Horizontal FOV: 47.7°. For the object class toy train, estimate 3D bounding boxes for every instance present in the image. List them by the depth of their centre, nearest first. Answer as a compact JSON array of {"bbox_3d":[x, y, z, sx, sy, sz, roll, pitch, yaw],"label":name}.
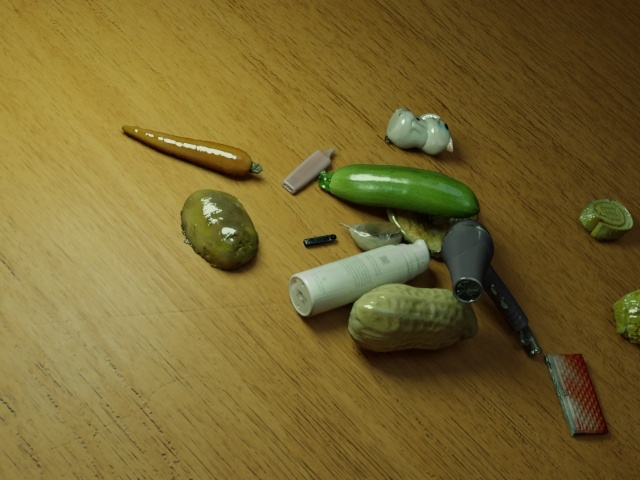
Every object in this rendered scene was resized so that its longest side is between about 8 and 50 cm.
[{"bbox_3d":[0.000,0.000,1.676,0.083,0.017,0.017,-10,63,-28],"label":"toy train"}]

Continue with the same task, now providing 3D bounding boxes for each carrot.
[{"bbox_3d":[-0.294,-0.210,1.673,0.336,0.069,0.069,16,52,-9],"label":"carrot"}]

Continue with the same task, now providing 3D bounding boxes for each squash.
[{"bbox_3d":[0.186,-0.125,1.730,0.395,0.107,0.107,9,49,12],"label":"squash"}]

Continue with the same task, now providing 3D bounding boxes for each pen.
[{"bbox_3d":[-0.022,-0.180,1.788,0.053,0.032,0.197,41,53,9],"label":"pen"}]

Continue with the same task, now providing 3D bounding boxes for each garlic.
[{"bbox_3d":[0.125,-0.004,1.708,0.152,0.066,0.084,-5,34,-17],"label":"garlic"}]

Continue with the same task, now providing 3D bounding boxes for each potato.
[{"bbox_3d":[-0.215,-0.036,1.571,0.164,0.081,0.200,-23,65,-33],"label":"potato"}]

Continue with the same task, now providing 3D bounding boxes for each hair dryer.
[{"bbox_3d":[0.404,0.132,1.643,0.361,0.121,0.301,50,24,-14],"label":"hair dryer"}]

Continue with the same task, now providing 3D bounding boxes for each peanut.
[{"bbox_3d":[0.203,0.165,1.565,0.313,0.152,0.152,2,56,-22],"label":"peanut"}]

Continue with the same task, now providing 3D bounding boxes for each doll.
[{"bbox_3d":[0.268,-0.291,1.943,0.181,0.107,0.110,11,17,-10],"label":"doll"}]

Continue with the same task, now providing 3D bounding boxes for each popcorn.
[{"bbox_3d":[0.810,0.191,1.814,0.135,0.162,0.141,13,86,-54],"label":"popcorn"}]

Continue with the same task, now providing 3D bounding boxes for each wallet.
[{"bbox_3d":[0.592,0.354,1.673,0.103,0.020,0.196,4,55,-20],"label":"wallet"}]

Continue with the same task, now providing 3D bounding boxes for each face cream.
[{"bbox_3d":[0.098,0.077,1.610,0.345,0.102,0.102,-14,63,-31],"label":"face cream"}]

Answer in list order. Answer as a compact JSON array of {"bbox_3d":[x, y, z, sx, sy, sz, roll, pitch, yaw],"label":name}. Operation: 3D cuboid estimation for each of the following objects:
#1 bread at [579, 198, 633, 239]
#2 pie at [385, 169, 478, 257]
[{"bbox_3d":[0.796,-0.058,2.031,0.156,0.064,0.117,0,52,-22],"label":"bread"},{"bbox_3d":[0.282,-0.072,1.825,0.274,0.055,0.274,11,52,-15],"label":"pie"}]
